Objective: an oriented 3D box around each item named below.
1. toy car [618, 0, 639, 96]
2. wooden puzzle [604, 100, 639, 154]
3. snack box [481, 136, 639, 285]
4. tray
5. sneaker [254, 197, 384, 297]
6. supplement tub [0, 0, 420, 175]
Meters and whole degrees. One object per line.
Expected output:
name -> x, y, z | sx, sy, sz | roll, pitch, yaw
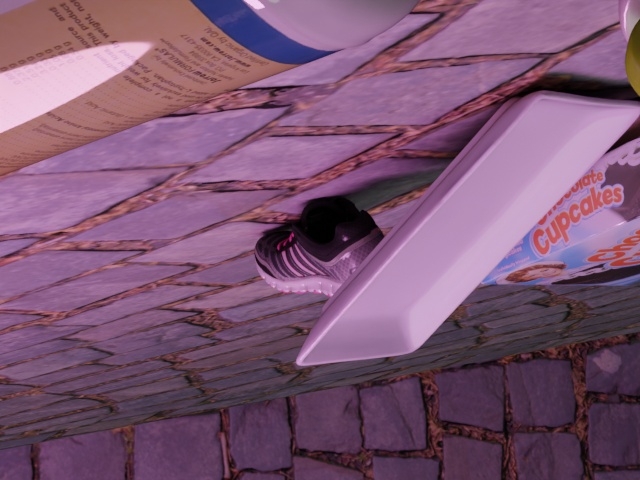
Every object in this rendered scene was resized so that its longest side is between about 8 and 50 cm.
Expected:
toy car -> 0.232, -0.115, 0.804 | 0.182, 0.159, 0.136 | -12, 136, -6
wooden puzzle -> 0.243, -0.067, 1.333 | 0.221, 0.044, 0.239 | -17, 165, 17
snack box -> 0.285, -0.040, 1.256 | 0.187, 0.060, 0.322 | 2, 160, -43
tray -> 0.097, -0.012, 1.202 | 0.145, 0.030, 0.270 | 0, 138, -51
sneaker -> 0.000, 0.000, 1.339 | 0.063, 0.074, 0.170 | -27, -160, -26
supplement tub -> -0.085, -0.091, 0.435 | 0.200, 0.144, 0.144 | -17, 170, 25
